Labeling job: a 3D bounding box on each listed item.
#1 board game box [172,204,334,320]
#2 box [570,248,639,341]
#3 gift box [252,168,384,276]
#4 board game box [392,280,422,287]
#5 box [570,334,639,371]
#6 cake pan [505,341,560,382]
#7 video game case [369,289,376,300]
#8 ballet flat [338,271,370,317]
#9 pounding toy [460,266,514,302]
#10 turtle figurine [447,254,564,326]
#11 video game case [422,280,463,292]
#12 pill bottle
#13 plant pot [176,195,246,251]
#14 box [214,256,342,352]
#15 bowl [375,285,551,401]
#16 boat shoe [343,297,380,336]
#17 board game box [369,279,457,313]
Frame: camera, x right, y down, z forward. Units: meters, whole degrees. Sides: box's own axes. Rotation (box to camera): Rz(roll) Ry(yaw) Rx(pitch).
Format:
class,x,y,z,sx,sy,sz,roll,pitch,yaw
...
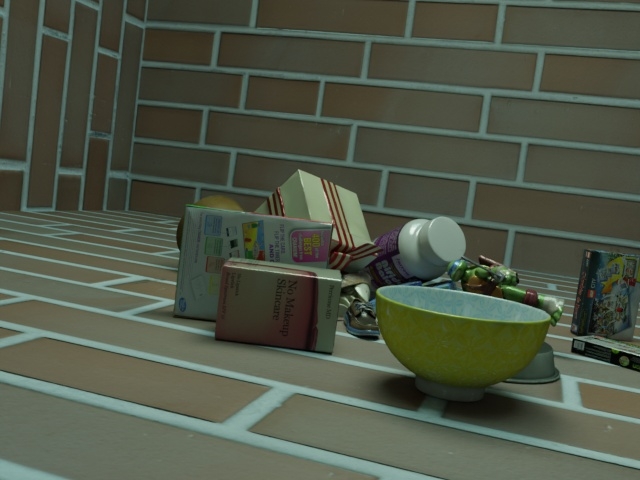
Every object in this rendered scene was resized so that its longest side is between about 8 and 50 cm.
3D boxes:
class,x,y,z,sx,sy,sz,roll,pitch,yaw
board game box,-0.142,0.060,1.501,0.317,0.242,0.064,8,3,-2
box,0.773,0.146,1.876,0.159,0.232,0.044,7,6,-6
gift box,0.000,0.000,1.850,0.277,0.258,0.255,16,-45,-34
board game box,0.207,0.123,1.793,0.090,0.020,0.090,-13,-2,-7
box,0.696,0.260,1.594,0.114,0.036,0.207,3,6,-42
cake pan,0.340,0.222,1.425,0.294,0.054,0.293,7,5,-1
video game case,0.068,0.144,2.100,0.227,0.026,0.206,7,5,3
ballet flat,0.053,0.147,1.732,0.106,0.107,0.316,35,25,32
pounding toy,0.448,0.185,1.890,0.237,0.110,0.183,47,16,33
turtle figurine,0.396,0.155,1.587,0.266,0.197,0.275,25,10,8
video game case,0.289,0.142,2.183,0.329,0.036,0.300,15,6,29
pill bottle,0.248,0.039,1.898,0.169,0.169,0.301,4,-19,-30
plant pot,-0.272,0.021,2.074,0.237,0.237,0.254,4,21,-35
box,-0.080,0.125,1.377,0.233,0.148,0.127,7,5,0
bowl,0.224,0.177,1.168,0.290,0.155,0.289,8,5,-1
boat shoe,0.090,0.170,1.573,0.066,0.066,0.183,6,5,-14
board game box,0.243,0.147,1.829,0.212,0.039,0.160,-13,-1,16
